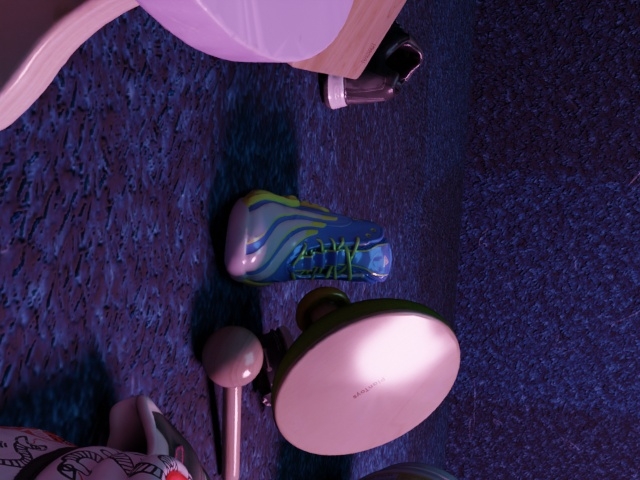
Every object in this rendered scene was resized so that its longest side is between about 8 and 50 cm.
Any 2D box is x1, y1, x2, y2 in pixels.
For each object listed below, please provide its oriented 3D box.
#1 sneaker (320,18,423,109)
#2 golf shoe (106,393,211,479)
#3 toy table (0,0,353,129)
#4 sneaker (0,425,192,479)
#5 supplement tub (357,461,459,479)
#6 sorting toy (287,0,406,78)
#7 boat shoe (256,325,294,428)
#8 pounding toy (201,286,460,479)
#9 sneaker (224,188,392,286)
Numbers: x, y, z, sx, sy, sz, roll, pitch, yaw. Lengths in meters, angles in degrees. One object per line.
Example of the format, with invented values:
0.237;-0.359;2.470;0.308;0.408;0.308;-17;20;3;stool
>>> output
0.080;-0.240;1.005;0.234;0.106;0.078;-69;158;-43;sneaker
-0.144;0.201;0.452;0.273;0.105;0.120;-58;131;-65;golf shoe
-0.093;-0.169;0.357;0.274;0.160;0.252;30;67;-71;toy table
-0.146;0.124;0.294;0.270;0.144;0.090;11;84;-73;sneaker
0.095;0.437;1.035;0.331;0.240;0.241;-13;108;-73;supplement tub
0.040;-0.287;0.741;0.257;0.089;0.255;-57;173;15;sorting toy
-0.047;0.144;0.819;0.046;0.038;0.125;-131;-146;-50;boat shoe
0.003;0.109;0.765;0.110;0.236;0.183;-119;-158;-48;pounding toy
0.000;0.000;0.777;0.240;0.126;0.091;-11;105;-73;sneaker
